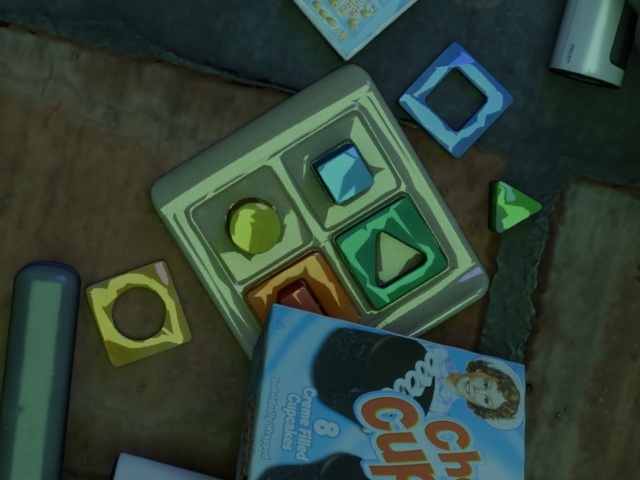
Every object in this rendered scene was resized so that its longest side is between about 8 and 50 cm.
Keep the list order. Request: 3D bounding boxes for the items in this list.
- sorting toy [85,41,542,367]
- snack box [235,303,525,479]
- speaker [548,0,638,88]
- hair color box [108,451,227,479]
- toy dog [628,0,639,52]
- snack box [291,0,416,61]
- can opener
[{"bbox_3d":[0.000,0.000,1.270,0.347,0.047,0.196,-32,95,-2],"label":"sorting toy"},{"bbox_3d":[0.035,0.199,1.144,0.187,0.060,0.322,14,48,-9],"label":"snack box"},{"bbox_3d":[0.206,-0.181,1.274,0.055,0.055,0.136,16,91,-6],"label":"speaker"},{"bbox_3d":[0.006,0.275,1.211,0.347,0.174,0.105,16,120,-5],"label":"hair color box"},{"bbox_3d":[0.442,-0.172,1.213,0.408,0.284,0.395,-36,71,-2],"label":"toy dog"},{"bbox_3d":[0.064,-0.209,1.276,0.178,0.022,0.064,-41,97,-2],"label":"snack box"},{"bbox_3d":[-0.228,0.154,1.246,0.095,0.076,0.283,6,92,-6],"label":"can opener"}]
